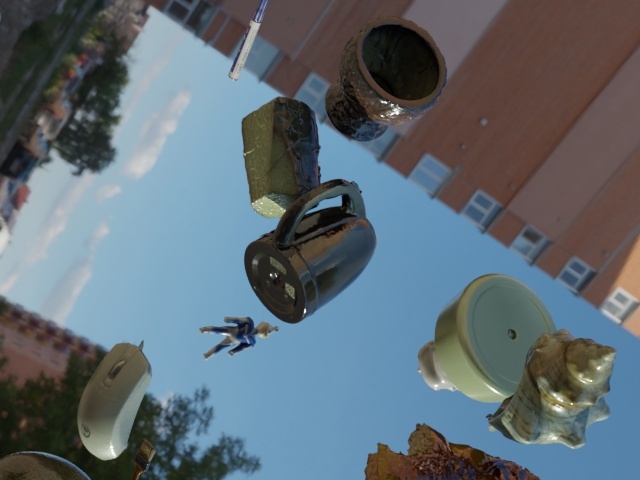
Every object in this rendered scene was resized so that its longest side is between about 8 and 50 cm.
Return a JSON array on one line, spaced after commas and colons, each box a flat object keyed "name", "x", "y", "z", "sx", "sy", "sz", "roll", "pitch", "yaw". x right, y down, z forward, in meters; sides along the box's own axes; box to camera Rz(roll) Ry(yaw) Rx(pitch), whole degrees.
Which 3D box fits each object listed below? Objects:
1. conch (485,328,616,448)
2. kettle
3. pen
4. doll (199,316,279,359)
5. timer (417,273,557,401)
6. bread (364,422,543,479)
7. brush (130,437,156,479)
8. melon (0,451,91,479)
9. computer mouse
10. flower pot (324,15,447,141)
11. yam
[{"name": "conch", "x": 0.393, "y": 0.280, "z": 1.393, "sx": 0.169, "sy": 0.203, "sz": 0.386, "roll": 47, "pitch": -38, "yaw": 29}, {"name": "kettle", "x": 0.000, "y": 0.000, "z": 2.025, "sx": 0.324, "sy": 0.320, "sz": 0.228, "roll": -30, "pitch": -138, "yaw": -34}, {"name": "pen", "x": -0.155, "y": -0.441, "z": 1.773, "sx": 0.025, "sy": 0.025, "sz": 0.204, "roll": -93, "pitch": -154, "yaw": -57}, {"name": "doll", "x": -0.224, "y": 0.262, "z": 2.293, "sx": 0.057, "sy": 0.227, "sz": 0.114, "roll": 9, "pitch": -70, "yaw": 65}, {"name": "timer", "x": 0.351, "y": 0.264, "z": 1.920, "sx": 0.315, "sy": 0.291, "sz": 0.290, "roll": -39, "pitch": -152, "yaw": 52}, {"name": "bread", "x": 0.250, "y": 0.434, "z": 1.430, "sx": 0.109, "sy": 0.380, "sz": 0.185, "roll": -46, "pitch": -157, "yaw": 45}, {"name": "brush", "x": -0.406, "y": 0.515, "z": 1.798, "sx": 0.043, "sy": 0.014, "sz": 0.169, "roll": 35, "pitch": -73, "yaw": 32}, {"name": "melon", "x": -0.599, "y": 0.582, "z": 1.742, "sx": 0.237, "sy": 0.302, "sz": 0.237, "roll": -53, "pitch": 155, "yaw": -40}, {"name": "computer mouse", "x": -0.296, "y": 0.223, "z": 1.156, "sx": 0.089, "sy": 0.056, "sz": 0.181, "roll": 24, "pitch": -90, "yaw": 28}, {"name": "flower pot", "x": 0.146, "y": -0.391, "z": 2.074, "sx": 0.267, "sy": 0.267, "sz": 0.266, "roll": -37, "pitch": -152, "yaw": 60}, {"name": "yam", "x": -0.091, "y": -0.204, "z": 2.141, "sx": 0.202, "sy": 0.201, "sz": 0.271, "roll": -16, "pitch": -111, "yaw": 45}]
